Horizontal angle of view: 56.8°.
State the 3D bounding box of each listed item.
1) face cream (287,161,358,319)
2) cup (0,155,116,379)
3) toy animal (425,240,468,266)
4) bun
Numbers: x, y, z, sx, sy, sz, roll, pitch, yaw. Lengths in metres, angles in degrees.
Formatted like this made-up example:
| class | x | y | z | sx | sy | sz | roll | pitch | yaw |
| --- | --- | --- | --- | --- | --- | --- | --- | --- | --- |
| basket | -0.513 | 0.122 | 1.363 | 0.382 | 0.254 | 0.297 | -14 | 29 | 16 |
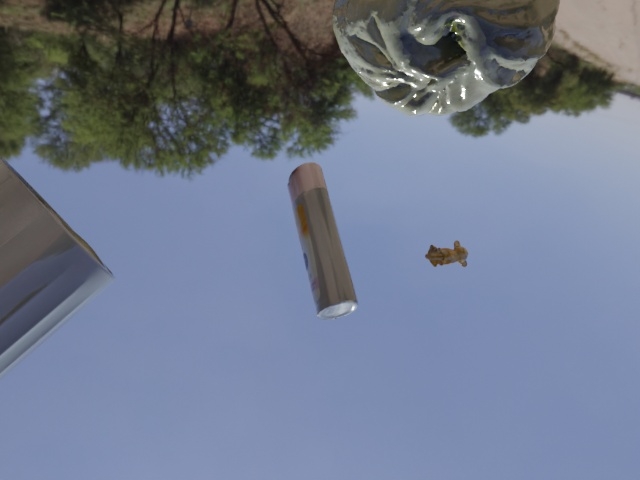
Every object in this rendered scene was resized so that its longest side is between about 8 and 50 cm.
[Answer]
| class | x | y | z | sx | sy | sz | roll | pitch | yaw |
| --- | --- | --- | --- | --- | --- | --- | --- | --- | --- |
| face cream | 0.000 | 0.000 | 1.046 | 0.073 | 0.107 | 0.269 | -6 | -114 | -18 |
| cup | -0.507 | 0.050 | 0.805 | 0.327 | 0.237 | 0.323 | -43 | -116 | -14 |
| toy animal | 0.278 | 0.033 | 1.282 | 0.083 | 0.061 | 0.081 | -6 | 173 | -28 |
| bun | 0.201 | -0.349 | 0.927 | 0.359 | 0.360 | 0.211 | 12 | -129 | -11 |
